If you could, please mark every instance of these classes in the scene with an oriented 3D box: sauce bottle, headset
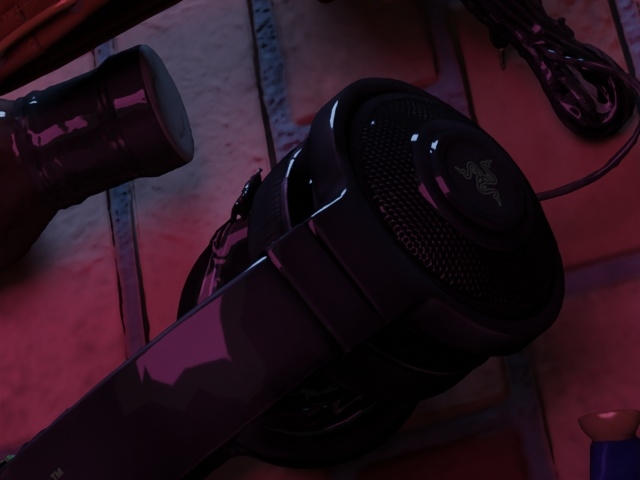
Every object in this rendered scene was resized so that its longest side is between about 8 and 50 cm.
[{"bbox_3d":[-0.238,-0.013,0.887,0.344,0.111,0.111,-19,62,10],"label":"sauce bottle"},{"bbox_3d":[0.000,0.000,0.727,0.394,0.243,0.185,-34,84,-30],"label":"headset"}]

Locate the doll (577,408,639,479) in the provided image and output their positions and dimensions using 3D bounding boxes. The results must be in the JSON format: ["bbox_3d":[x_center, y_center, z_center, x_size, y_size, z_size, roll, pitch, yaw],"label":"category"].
[{"bbox_3d":[0.156,0.167,0.693,0.129,0.046,0.189,-10,70,6],"label":"doll"}]

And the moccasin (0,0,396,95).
[{"bbox_3d":[-0.014,-0.170,0.783,0.380,0.139,0.147,-19,89,5],"label":"moccasin"}]
